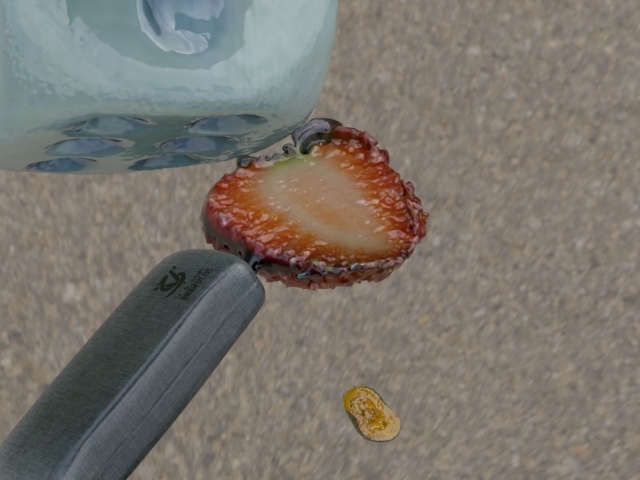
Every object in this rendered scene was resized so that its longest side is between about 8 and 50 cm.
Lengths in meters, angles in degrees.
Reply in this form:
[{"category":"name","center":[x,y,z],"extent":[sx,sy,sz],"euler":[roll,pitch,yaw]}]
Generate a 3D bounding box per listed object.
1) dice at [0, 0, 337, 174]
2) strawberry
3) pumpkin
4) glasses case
[{"category":"dice","center":[-0.154,-0.200,1.124],"extent":[0.265,0.268,0.262],"euler":[-3,81,-25]},{"category":"strawberry","center":[0.000,0.000,1.605],"extent":[0.233,0.137,0.306],"euler":[-24,39,-8]},{"category":"pumpkin","center":[0.058,0.204,1.627],"extent":[0.050,0.028,0.083],"euler":[-20,57,-22]},{"category":"glasses case","center":[-0.188,0.140,1.397],"extent":[0.323,0.131,0.074],"euler":[-51,126,-27]}]
